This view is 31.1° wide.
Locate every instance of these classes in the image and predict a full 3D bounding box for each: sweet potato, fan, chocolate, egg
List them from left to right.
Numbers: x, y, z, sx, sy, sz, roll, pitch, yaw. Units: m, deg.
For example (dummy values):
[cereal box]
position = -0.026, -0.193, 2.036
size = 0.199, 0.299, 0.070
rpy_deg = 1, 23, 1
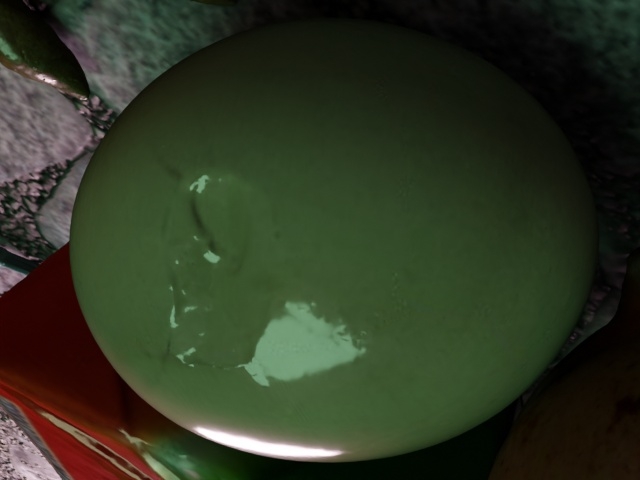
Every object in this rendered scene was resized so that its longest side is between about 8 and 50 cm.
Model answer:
[sweet potato]
position = -0.195, -0.135, 0.678
size = 0.153, 0.038, 0.041
rpy_deg = 39, 123, -17
[fan]
position = -0.187, 0.048, 0.954
size = 0.193, 0.016, 0.038
rpy_deg = 22, 150, 5
[chocolate]
position = -0.027, 0.158, 0.801
size = 0.341, 0.161, 0.360
rpy_deg = 21, 153, 21
[egg]
position = 0.000, 0.000, 0.569
size = 0.269, 0.219, 0.219
rpy_deg = -6, 138, 21

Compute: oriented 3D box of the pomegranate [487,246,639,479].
[pomegranate]
position = 0.219, 0.137, 0.542
size = 0.338, 0.338, 0.338
rpy_deg = 18, 147, 12

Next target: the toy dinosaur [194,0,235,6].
[toy dinosaur]
position = -0.144, -0.149, 0.628
size = 0.162, 0.039, 0.126
rpy_deg = 34, 149, -26
